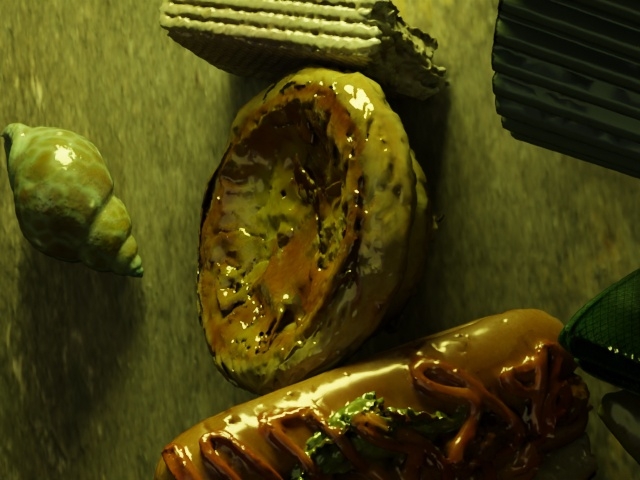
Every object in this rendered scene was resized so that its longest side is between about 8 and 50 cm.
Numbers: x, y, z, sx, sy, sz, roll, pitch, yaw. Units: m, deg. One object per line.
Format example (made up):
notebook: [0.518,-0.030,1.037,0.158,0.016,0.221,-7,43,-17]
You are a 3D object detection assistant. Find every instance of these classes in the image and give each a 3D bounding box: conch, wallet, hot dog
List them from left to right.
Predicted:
conch: [-0.243,-0.046,1.491,0.173,0.106,0.116,46,135,45]
hot dog: [0.051,0.165,1.170,0.117,0.349,0.158,-153,48,-70]
wallet: [0.280,0.057,1.068,0.055,0.160,0.236,60,167,-18]

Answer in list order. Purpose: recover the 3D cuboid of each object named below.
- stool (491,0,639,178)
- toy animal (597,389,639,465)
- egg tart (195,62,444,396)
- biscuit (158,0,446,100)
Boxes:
stool: [0.325,-0.141,1.026,0.330,0.297,0.297,27,102,26]
toy animal: [0.247,0.217,1.108,0.363,0.181,0.180,-35,105,21]
egg tart: [0.000,0.000,1.289,0.290,0.115,0.290,-29,54,50]
biscuit: [-0.017,-0.173,1.344,0.239,0.108,0.062,12,79,33]
